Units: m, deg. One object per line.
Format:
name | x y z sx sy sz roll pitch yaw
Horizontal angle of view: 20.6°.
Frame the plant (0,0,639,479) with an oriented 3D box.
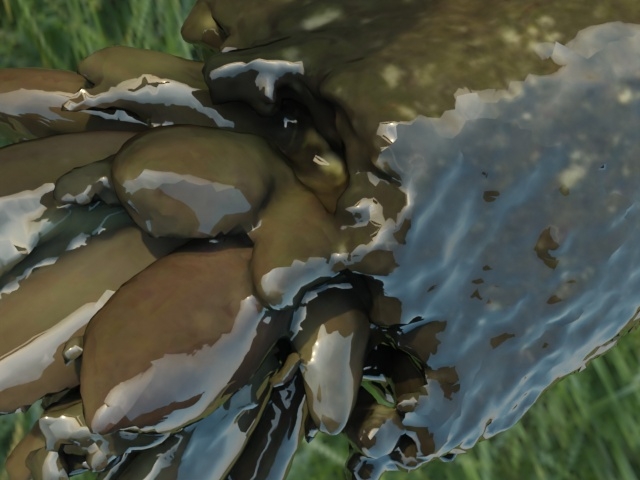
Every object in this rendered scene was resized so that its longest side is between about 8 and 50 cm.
plant | 0.000 0.000 0.635 0.321 0.194 0.181 -27 125 -11
